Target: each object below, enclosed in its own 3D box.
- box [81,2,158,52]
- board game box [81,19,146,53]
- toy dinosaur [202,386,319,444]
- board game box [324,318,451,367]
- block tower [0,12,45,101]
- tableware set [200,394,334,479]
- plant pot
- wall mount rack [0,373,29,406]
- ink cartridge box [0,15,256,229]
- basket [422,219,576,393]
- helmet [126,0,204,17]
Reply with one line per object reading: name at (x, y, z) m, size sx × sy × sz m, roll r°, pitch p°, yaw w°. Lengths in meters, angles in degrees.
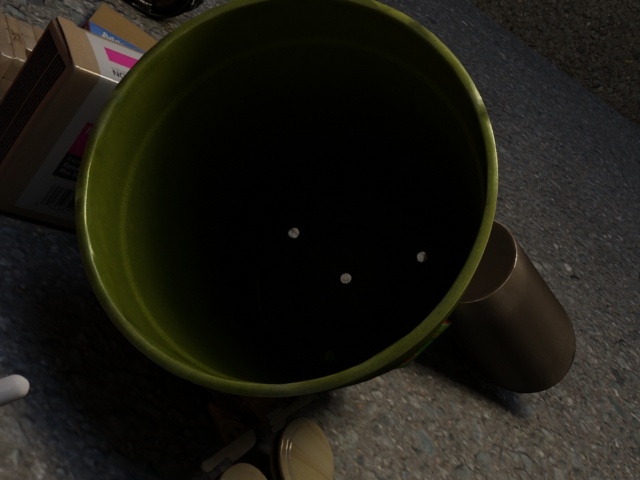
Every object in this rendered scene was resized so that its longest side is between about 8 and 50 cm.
box at (-0.268, -0.252, 1.465) m, size 0.164 × 0.021 × 0.201 m, roll 35°, pitch 26°, yaw -15°
board game box at (-0.197, -0.186, 1.408) m, size 0.281 × 0.027 × 0.145 m, roll 26°, pitch 32°, yaw -35°
toy dinosaur at (-0.097, 0.153, 1.053) m, size 0.212 × 0.064 × 0.112 m, roll 30°, pitch 5°, yaw -23°
board game box at (0.076, 0.119, 1.286) m, size 0.181 × 0.092 × 0.043 m, roll 3°, pitch 46°, yaw -53°
block tower at (-0.427, -0.215, 1.103) m, size 0.336 × 0.091 × 0.097 m, roll 18°, pitch 34°, yaw -39°
tableware set at (-0.051, 0.232, 0.978) m, size 0.194 × 0.039 × 0.128 m, roll -24°, pitch 95°, yaw -57°
plant pot at (0.000, 0.000, 1.041) m, size 0.366 × 0.366 × 0.353 m, roll 52°, pitch -1°, yaw 21°
wall mount rack at (-0.379, 0.050, 0.665) m, size 0.304 × 0.130 × 0.350 m, roll 0°, pitch 56°, yaw -51°
ink cartridge box at (-0.218, -0.102, 1.100) m, size 0.235 × 0.193 × 0.088 m, roll 16°, pitch 34°, yaw -41°
basket at (0.235, 0.078, 1.410) m, size 0.227 × 0.154 × 0.204 m, roll 50°, pitch 5°, yaw -49°
helmet at (-0.245, -0.450, 1.650) m, size 0.169 × 0.169 × 0.161 m, roll 31°, pitch 43°, yaw -22°
